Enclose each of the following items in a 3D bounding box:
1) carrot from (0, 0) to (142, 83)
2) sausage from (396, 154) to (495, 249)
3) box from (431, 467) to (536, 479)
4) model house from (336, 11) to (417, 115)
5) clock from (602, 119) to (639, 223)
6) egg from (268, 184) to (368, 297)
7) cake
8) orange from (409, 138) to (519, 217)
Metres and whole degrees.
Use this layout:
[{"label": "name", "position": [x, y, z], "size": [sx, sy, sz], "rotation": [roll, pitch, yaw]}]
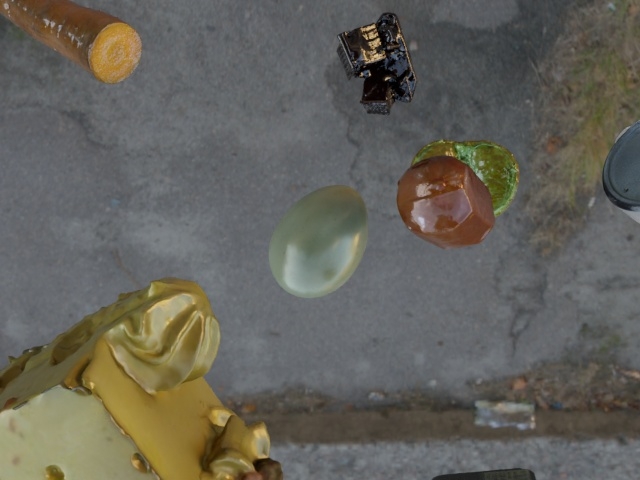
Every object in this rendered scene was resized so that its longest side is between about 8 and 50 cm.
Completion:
[{"label": "carrot", "position": [-0.262, -0.214, 0.685], "size": [0.224, 0.057, 0.057], "rotation": [32, 138, 19]}, {"label": "sausage", "position": [0.237, -0.070, 1.426], "size": [0.141, 0.153, 0.268], "rotation": [-14, 162, 23]}, {"label": "box", "position": [0.305, 0.504, 1.381], "size": [0.211, 0.350, 0.058], "rotation": [-8, 90, 11]}, {"label": "model house", "position": [0.124, -0.371, 1.613], "size": [0.141, 0.164, 0.203], "rotation": [-23, 98, 21]}, {"label": "clock", "position": [0.444, -0.097, 0.974], "size": [0.063, 0.229, 0.156], "rotation": [28, 114, -29]}, {"label": "egg", "position": [0.000, 0.000, 1.572], "size": [0.188, 0.188, 0.254], "rotation": [29, 92, -25]}, {"label": "cake", "position": [-0.194, 0.188, 0.708], "size": [0.286, 0.222, 0.227], "rotation": [-27, 105, 12]}, {"label": "orange", "position": [0.314, -0.129, 1.677], "size": [0.237, 0.179, 0.158], "rotation": [0, 174, 6]}]
